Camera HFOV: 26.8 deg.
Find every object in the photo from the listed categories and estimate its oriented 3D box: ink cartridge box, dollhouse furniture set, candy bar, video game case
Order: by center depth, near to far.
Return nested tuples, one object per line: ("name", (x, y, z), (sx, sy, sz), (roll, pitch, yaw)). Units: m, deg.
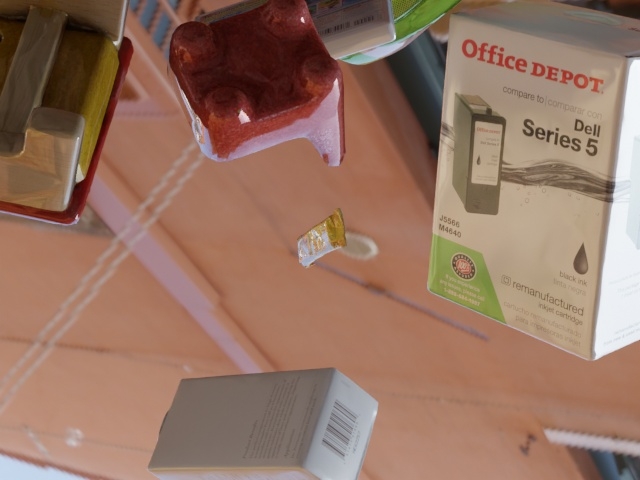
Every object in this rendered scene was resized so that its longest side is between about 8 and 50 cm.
("dollhouse furniture set", (-0.041, -0.159, 0.671), (0.201, 0.152, 0.374), (11, -117, 2))
("video game case", (-0.024, -0.157, 0.991), (0.157, 0.019, 0.143), (-16, -152, 9))
("ink cartridge box", (0.210, -0.061, 1.194), (0.114, 0.273, 0.198), (-17, -152, -40))
("candy bar", (0.000, 0.000, 1.420), (0.018, 0.161, 0.040), (-8, -97, -16))

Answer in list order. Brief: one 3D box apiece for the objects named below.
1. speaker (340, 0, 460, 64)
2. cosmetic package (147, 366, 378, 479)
("speaker", (0.106, -0.276, 1.157), (0.296, 0.131, 0.131), (-37, -139, 38))
("cosmetic package", (-0.063, 0.206, 1.408), (0.231, 0.085, 0.117), (-9, -130, 42))
